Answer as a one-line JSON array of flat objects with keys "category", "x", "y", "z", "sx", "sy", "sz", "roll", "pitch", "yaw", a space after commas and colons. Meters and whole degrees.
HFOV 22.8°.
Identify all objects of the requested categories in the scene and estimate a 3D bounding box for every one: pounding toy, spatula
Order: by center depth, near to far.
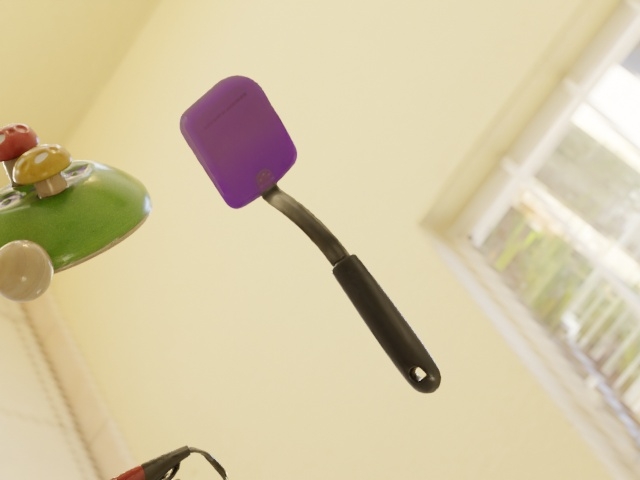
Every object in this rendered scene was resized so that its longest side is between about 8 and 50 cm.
[{"category": "spatula", "x": 0.000, "y": 0.000, "z": 1.243, "sx": 0.296, "sy": 0.084, "sz": 0.030, "roll": 51, "pitch": 28, "yaw": -1}, {"category": "pounding toy", "x": -0.268, "y": -0.036, "z": 1.424, "sx": 0.237, "sy": 0.182, "sz": 0.110, "roll": -47, "pitch": 123, "yaw": -51}]

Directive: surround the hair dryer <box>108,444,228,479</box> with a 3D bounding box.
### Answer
[{"category": "hair dryer", "x": -0.241, "y": 0.260, "z": 1.451, "sx": 0.293, "sy": 0.224, "sz": 0.080, "roll": 24, "pitch": 0, "yaw": -41}]
